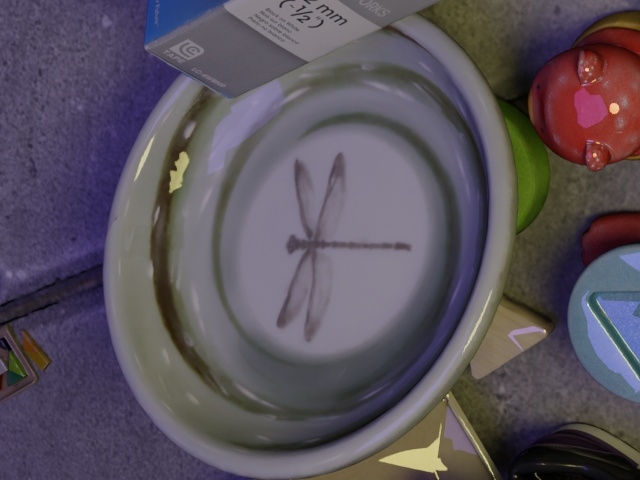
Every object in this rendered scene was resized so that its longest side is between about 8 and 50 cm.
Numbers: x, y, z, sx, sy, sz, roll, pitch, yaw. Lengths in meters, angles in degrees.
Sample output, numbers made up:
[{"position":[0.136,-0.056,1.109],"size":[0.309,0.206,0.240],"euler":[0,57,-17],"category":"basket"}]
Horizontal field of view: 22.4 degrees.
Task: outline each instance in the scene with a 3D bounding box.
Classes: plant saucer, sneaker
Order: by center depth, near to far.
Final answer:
[{"position":[0.283,0.242,1.315],"size":[0.283,0.124,0.107],"euler":[19,99,26],"category":"sneaker"},{"position":[0.000,0.000,1.331],"size":[0.401,0.100,0.400],"euler":[-10,72,34],"category":"plant saucer"}]

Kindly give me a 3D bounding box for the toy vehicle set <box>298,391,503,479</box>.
[{"position":[0.024,0.144,1.432],"size":[0.166,0.035,0.266],"euler":[-30,85,-5],"category":"toy vehicle set"}]

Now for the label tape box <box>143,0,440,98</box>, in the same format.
[{"position":[0.025,-0.289,1.257],"size":[0.348,0.115,0.249],"euler":[-19,56,34],"category":"label tape box"}]

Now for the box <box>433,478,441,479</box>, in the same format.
[{"position":[0.215,0.347,1.367],"size":[0.232,0.058,0.322],"euler":[11,139,30],"category":"box"}]

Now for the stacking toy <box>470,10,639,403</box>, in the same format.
[{"position":[0.186,-0.004,1.297],"size":[0.280,0.130,0.308],"euler":[-14,98,31],"category":"stacking toy"}]

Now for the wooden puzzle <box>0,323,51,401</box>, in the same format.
[{"position":[-0.347,0.134,1.768],"size":[0.116,0.014,0.078],"euler":[-38,83,36],"category":"wooden puzzle"}]
